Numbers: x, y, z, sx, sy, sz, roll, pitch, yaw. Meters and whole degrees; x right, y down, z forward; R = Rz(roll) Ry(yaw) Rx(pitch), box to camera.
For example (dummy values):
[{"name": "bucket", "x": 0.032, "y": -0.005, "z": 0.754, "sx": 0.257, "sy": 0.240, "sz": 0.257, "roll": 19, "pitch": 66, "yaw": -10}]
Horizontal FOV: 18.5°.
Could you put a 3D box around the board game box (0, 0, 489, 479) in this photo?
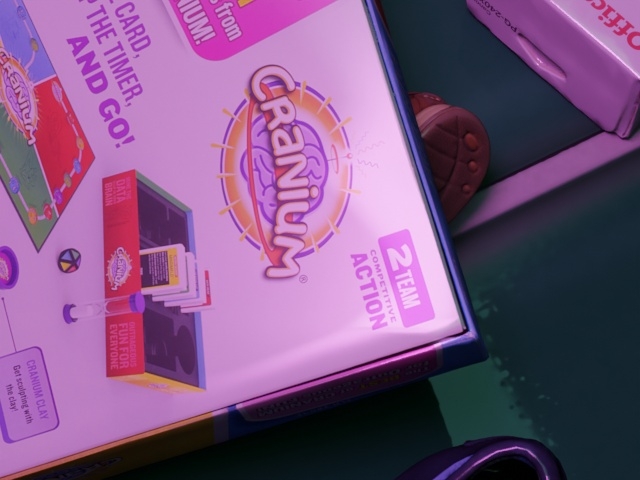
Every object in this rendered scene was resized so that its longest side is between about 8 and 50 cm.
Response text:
[{"name": "board game box", "x": -0.113, "y": -0.017, "z": 0.854, "sx": 0.316, "sy": 0.064, "sz": 0.242, "roll": -17, "pitch": 76, "yaw": 6}]

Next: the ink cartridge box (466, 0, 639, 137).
[{"name": "ink cartridge box", "x": 0.162, "y": -0.142, "z": 0.967, "sx": 0.109, "sy": 0.063, "sz": 0.150, "roll": 43, "pitch": 73, "yaw": 15}]

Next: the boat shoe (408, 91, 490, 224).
[{"name": "boat shoe", "x": 0.000, "y": 0.000, "z": 0.912, "sx": 0.178, "sy": 0.064, "sz": 0.060, "roll": -45, "pitch": 42, "yaw": -9}]

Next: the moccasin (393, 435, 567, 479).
[{"name": "moccasin", "x": -0.017, "y": 0.209, "z": 0.788, "sx": 0.138, "sy": 0.117, "sz": 0.342, "roll": 29, "pitch": 70, "yaw": 10}]
